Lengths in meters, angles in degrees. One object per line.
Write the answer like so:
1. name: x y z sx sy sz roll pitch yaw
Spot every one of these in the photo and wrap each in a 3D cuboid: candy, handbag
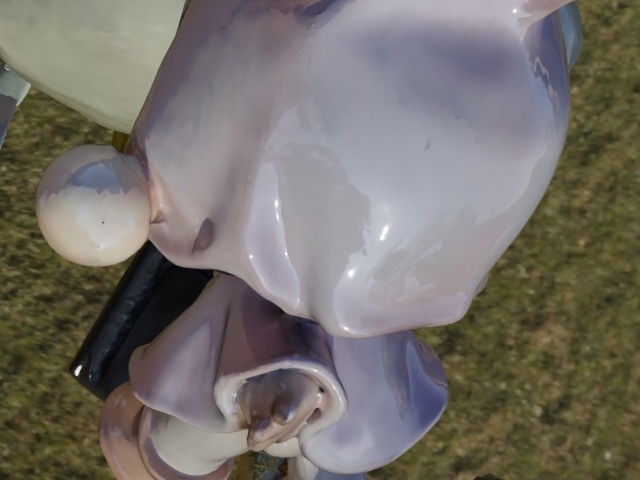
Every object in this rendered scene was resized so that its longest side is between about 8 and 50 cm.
1. candy: -0.021 -0.152 0.892 0.427 0.386 0.186 0 97 -18
2. handbag: -0.189 0.138 1.680 0.247 0.223 0.080 -58 174 8

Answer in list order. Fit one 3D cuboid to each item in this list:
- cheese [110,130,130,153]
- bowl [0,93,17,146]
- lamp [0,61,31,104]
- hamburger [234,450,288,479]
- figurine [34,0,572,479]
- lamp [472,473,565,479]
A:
1. cheese: -0.156 -0.132 1.213 0.064 0.156 0.250 14 76 -29
2. bowl: -0.436 -0.041 1.322 0.144 0.287 0.287 21 80 -14
3. lamp: -0.378 -0.210 1.628 0.050 0.198 0.056 29 100 -2
4. hamburger: -0.059 0.401 1.746 0.162 0.209 0.330 18 67 -1
5. figurine: 0.000 -0.001 0.431 0.200 0.133 0.276 -15 131 -42
6. lamp: 0.237 0.275 1.134 0.250 0.101 0.101 26 77 -19
